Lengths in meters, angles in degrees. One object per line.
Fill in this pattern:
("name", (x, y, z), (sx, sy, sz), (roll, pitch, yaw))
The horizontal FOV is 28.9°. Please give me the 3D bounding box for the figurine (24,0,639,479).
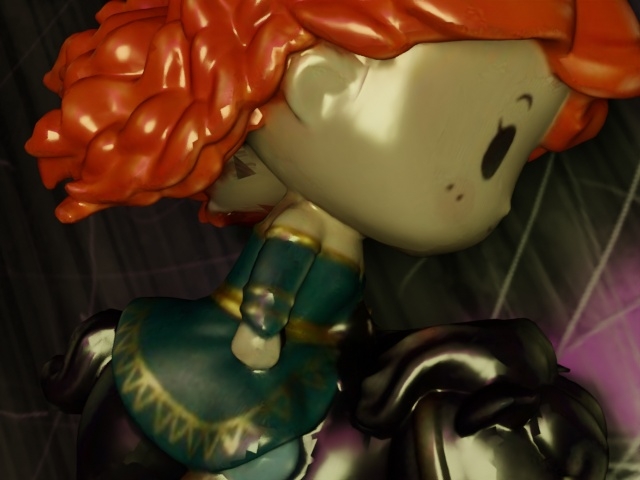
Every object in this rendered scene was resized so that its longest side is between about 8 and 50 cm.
("figurine", (0.004, 0.010, 0.601), (0.306, 0.241, 0.411), (-4, 82, 32))
